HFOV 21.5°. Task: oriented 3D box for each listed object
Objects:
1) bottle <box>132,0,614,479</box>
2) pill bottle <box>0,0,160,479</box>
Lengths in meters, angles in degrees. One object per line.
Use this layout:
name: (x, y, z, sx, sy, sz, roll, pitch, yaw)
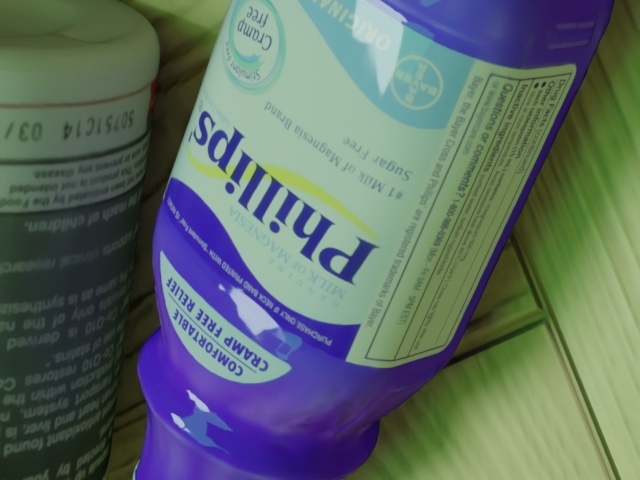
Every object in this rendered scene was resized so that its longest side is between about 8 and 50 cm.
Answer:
bottle: (0.000, 0.000, 0.590, 0.118, 0.092, 0.283, 41, 124, 29)
pill bottle: (-0.162, 0.037, 0.706, 0.161, 0.161, 0.283, 25, 115, 38)
